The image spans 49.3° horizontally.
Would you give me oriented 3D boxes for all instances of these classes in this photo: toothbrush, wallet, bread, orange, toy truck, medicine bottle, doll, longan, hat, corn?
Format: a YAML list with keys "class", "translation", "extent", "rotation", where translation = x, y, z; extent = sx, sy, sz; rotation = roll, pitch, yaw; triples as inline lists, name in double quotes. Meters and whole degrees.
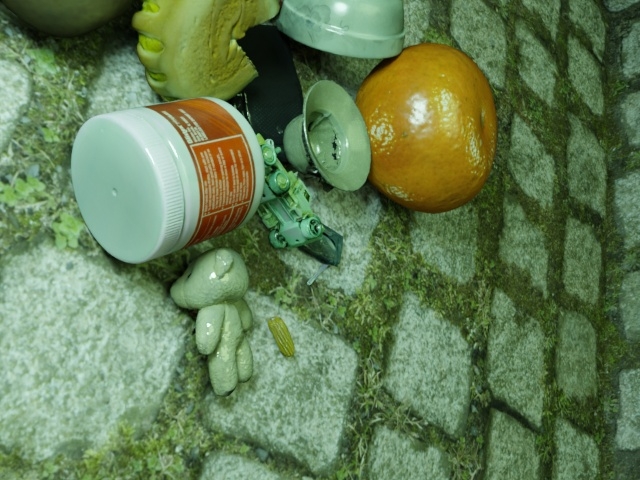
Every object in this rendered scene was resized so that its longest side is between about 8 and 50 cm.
- class: "toothbrush"
  translation: [0.006, 0.065, 1.622]
  extent: [0.131, 0.013, 0.011]
  rotation: [-45, 109, -43]
- class: "wallet"
  translation: [0.000, 0.000, 1.615]
  extent: [0.129, 0.026, 0.088]
  rotation: [29, 58, -30]
- class: "bread"
  translation: [-0.229, -0.411, 1.321]
  extent: [0.160, 0.333, 0.333]
  rotation: [37, 35, 25]
- class: "orange"
  translation: [0.260, -0.277, 1.758]
  extent: [0.424, 0.326, 0.424]
  rotation: [5, 84, -60]
- class: "toy truck"
  translation: [-0.084, -0.109, 1.493]
  extent: [0.260, 0.128, 0.135]
  rotation: [57, 41, -19]
- class: "medicine bottle"
  translation: [-0.259, -0.111, 1.212]
  extent: [0.240, 0.252, 0.253]
  rotation: [-24, 97, -48]
- class: "doll"
  translation: [-0.197, 0.152, 1.321]
  extent: [0.149, 0.175, 0.278]
  rotation: [-9, 95, -10]
- class: "longan"
  translation: [-0.427, -0.484, 1.136]
  extent: [0.297, 0.297, 0.297]
  rotation: [16, 68, -43]
- class: "hat"
  translation: [-0.007, -0.218, 1.564]
  extent: [0.257, 0.130, 0.257]
  rotation: [21, 64, -50]
- class: "corn"
  translation: [-0.081, 0.203, 1.473]
  extent: [0.037, 0.037, 0.092]
  rotation: [-33, 106, -46]
- class: "wallet"
  translation: [-0.122, -0.332, 1.580]
  extent: [0.247, 0.041, 0.323]
  rotation: [-17, 92, -50]

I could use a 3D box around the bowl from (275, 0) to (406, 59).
- class: "bowl"
  translation: [0.063, -0.547, 1.626]
  extent: [0.307, 0.307, 0.163]
  rotation: [-23, 138, -47]

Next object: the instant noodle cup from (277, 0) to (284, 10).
- class: "instant noodle cup"
  translation: [-0.132, -0.656, 1.581]
  extent: [0.274, 0.090, 0.274]
  rotation: [20, 90, -74]
